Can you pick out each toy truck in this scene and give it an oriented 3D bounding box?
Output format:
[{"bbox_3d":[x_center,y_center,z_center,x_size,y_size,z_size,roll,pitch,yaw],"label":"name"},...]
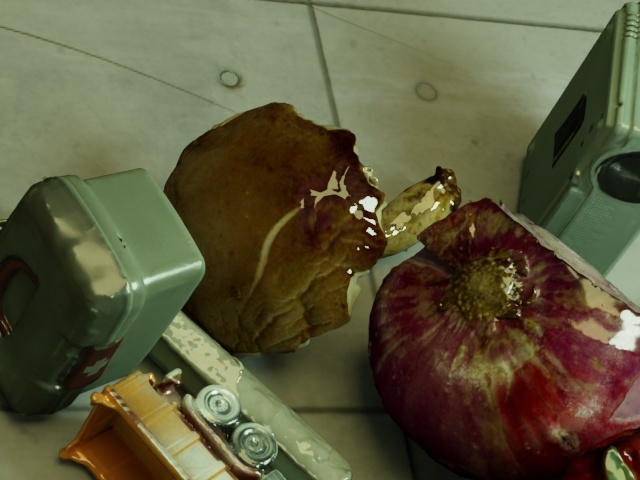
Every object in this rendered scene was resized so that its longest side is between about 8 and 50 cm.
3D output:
[{"bbox_3d":[-0.085,0.228,1.587,0.270,0.114,0.135,46,48,13],"label":"toy truck"}]

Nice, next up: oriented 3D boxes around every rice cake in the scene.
[{"bbox_3d":[-0.074,0.139,1.691,0.256,0.057,0.052,41,81,10],"label":"rice cake"}]

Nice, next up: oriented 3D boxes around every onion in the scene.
[{"bbox_3d":[0.173,0.108,1.703,0.272,0.230,0.256,42,2,-33],"label":"onion"}]

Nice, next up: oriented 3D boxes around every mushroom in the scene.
[{"bbox_3d":[0.006,0.011,1.771,0.302,0.233,0.208,22,13,-29],"label":"mushroom"}]

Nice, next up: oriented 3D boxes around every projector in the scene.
[{"bbox_3d":[0.280,-0.087,1.881,0.099,0.256,0.192,18,51,-9],"label":"projector"}]

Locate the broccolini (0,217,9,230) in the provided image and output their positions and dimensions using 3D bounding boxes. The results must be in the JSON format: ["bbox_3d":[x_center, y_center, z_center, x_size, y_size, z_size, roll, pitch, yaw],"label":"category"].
[{"bbox_3d":[-0.307,0.013,1.695,0.201,0.074,0.058,-18,67,-18],"label":"broccolini"}]

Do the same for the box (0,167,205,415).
[{"bbox_3d":[-0.204,0.041,1.612,0.129,0.210,0.148,-18,67,-40],"label":"box"}]

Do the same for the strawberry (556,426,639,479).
[{"bbox_3d":[0.335,0.288,1.580,0.310,0.292,0.291,5,50,-52],"label":"strawberry"}]
